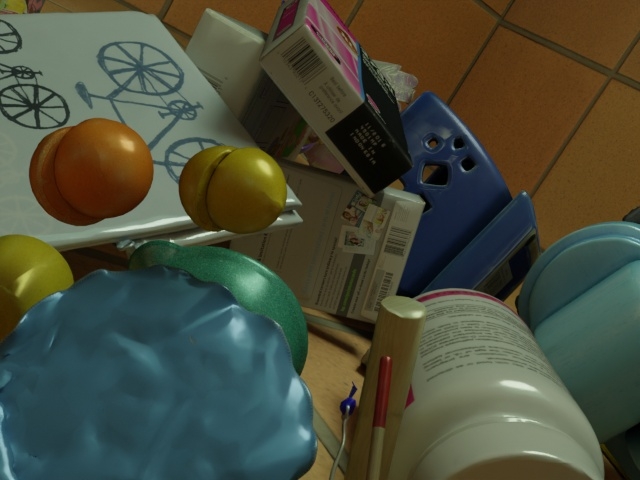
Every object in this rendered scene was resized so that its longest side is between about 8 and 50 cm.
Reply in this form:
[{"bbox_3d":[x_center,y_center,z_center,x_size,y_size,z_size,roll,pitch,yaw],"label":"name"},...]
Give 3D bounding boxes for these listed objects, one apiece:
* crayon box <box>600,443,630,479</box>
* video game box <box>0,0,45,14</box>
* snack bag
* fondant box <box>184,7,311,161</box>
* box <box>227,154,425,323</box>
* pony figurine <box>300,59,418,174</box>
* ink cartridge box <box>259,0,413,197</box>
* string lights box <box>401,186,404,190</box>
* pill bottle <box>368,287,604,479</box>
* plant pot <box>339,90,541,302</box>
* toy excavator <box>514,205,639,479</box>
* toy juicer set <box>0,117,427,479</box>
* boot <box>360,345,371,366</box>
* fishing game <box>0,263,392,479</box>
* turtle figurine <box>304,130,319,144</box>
[{"bbox_3d":[0.451,0.191,1.149,0.081,0.202,0.318,28,14,-16],"label":"crayon box"},{"bbox_3d":[-0.463,-0.356,1.114,0.048,0.187,0.205,32,12,18],"label":"video game box"},{"bbox_3d":[-0.226,-0.101,0.723,0.342,0.037,0.323,-13,54,-39],"label":"snack bag"},{"bbox_3d":[-0.102,-0.145,1.043,0.096,0.238,0.330,32,13,10],"label":"fondant box"},{"bbox_3d":[0.000,0.000,0.860,0.186,0.145,0.038,13,15,-9],"label":"box"},{"bbox_3d":[-0.025,-0.229,1.564,0.351,0.303,0.363,29,25,29],"label":"pony figurine"},{"bbox_3d":[0.019,-0.193,0.927,0.176,0.069,0.371,49,14,-19],"label":"ink cartridge box"},{"bbox_3d":[0.245,0.007,1.507,0.259,0.133,0.077,28,14,-19],"label":"string lights box"},{"bbox_3d":[0.121,0.153,0.630,0.160,0.160,0.283,30,13,-7],"label":"pill bottle"},{"bbox_3d":[0.144,-0.004,1.026,0.212,0.236,0.236,45,0,24],"label":"plant pot"},{"bbox_3d":[0.341,0.187,0.802,0.433,0.222,0.445,56,30,13],"label":"toy excavator"},{"bbox_3d":[-0.056,0.041,0.531,0.329,0.209,0.089,29,21,-7],"label":"toy juicer set"},{"bbox_3d":[0.158,0.163,0.905,0.208,0.076,0.189,29,9,17],"label":"boot"},{"bbox_3d":[-0.092,0.101,0.428,0.264,0.041,0.189,14,55,-8],"label":"fishing game"},{"bbox_3d":[-0.061,-0.153,1.320,0.269,0.217,0.087,49,-6,32],"label":"turtle figurine"}]
